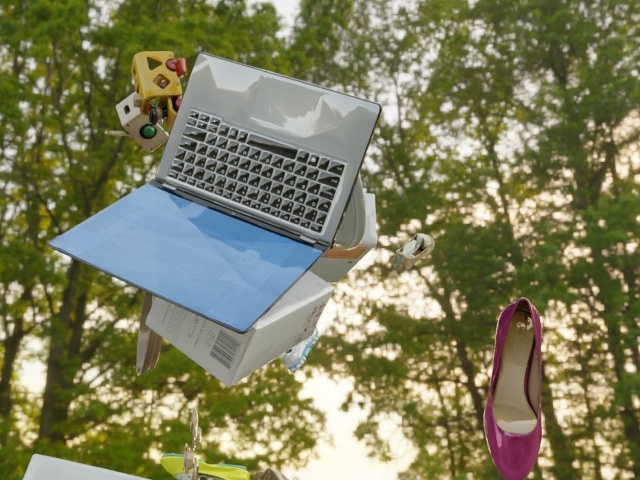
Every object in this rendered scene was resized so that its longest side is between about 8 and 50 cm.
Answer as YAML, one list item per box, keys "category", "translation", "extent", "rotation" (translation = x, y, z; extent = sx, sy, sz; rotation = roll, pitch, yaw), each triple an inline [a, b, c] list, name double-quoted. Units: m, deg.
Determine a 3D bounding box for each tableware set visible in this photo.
- category: "tableware set"
  translation: [-0.279, 0.455, 1.491]
  extent: [0.020, 0.141, 0.168]
  rotation: [1, -35, -2]

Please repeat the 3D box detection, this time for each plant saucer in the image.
- category: "plant saucer"
  translation: [-0.038, -0.152, 1.525]
  extent: [0.101, 0.400, 0.400]
  rotation: [-22, -14, -18]
- category: "plant saucer"
  translation: [-0.450, 0.222, 1.814]
  extent: [0.041, 0.277, 0.278]
  rotation: [8, -22, -20]

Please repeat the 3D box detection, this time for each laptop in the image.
- category: "laptop"
  translation: [-0.164, -0.109, 1.122]
  extent: [0.382, 0.407, 0.236]
  rotation: [21, 3, 20]

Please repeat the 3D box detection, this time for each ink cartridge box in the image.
- category: "ink cartridge box"
  translation: [-0.167, 0.104, 1.302]
  extent: [0.272, 0.130, 0.309]
  rotation: [33, 23, 19]

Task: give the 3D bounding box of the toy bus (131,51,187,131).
- category: "toy bus"
  translation: [-0.362, -0.318, 1.516]
  extent: [0.104, 0.190, 0.202]
  rotation: [-7, 26, -24]

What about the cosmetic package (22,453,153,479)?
- category: "cosmetic package"
  translation: [-0.603, 0.775, 1.765]
  extent: [0.328, 0.329, 0.393]
  rotation: [14, -27, -2]

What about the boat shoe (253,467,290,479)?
- category: "boat shoe"
  translation: [-0.114, 0.740, 2.005]
  extent: [0.123, 0.123, 0.342]
  rotation: [13, -20, -13]

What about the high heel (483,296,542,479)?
- category: "high heel"
  translation: [0.415, 0.314, 1.464]
  extent: [0.127, 0.377, 0.181]
  rotation: [-1, -30, 12]

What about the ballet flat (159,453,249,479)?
- category: "ballet flat"
  translation: [-0.287, 0.586, 1.691]
  extent: [0.231, 0.077, 0.077]
  rotation: [17, -42, -17]

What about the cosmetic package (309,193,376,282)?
- category: "cosmetic package"
  translation: [0.000, 0.000, 2.110]
  extent: [0.230, 0.161, 0.453]
  rotation: [3, -18, -12]

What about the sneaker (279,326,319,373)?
- category: "sneaker"
  translation: [-0.069, 0.320, 2.135]
  extent: [0.083, 0.190, 0.071]
  rotation: [43, -49, -10]

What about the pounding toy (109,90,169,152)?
- category: "pounding toy"
  translation: [-0.474, -0.297, 1.762]
  extent: [0.100, 0.141, 0.130]
  rotation: [-35, -45, 5]

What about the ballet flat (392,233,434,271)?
- category: "ballet flat"
  translation: [0.285, 0.021, 2.022]
  extent: [0.073, 0.206, 0.067]
  rotation: [27, -48, 22]
